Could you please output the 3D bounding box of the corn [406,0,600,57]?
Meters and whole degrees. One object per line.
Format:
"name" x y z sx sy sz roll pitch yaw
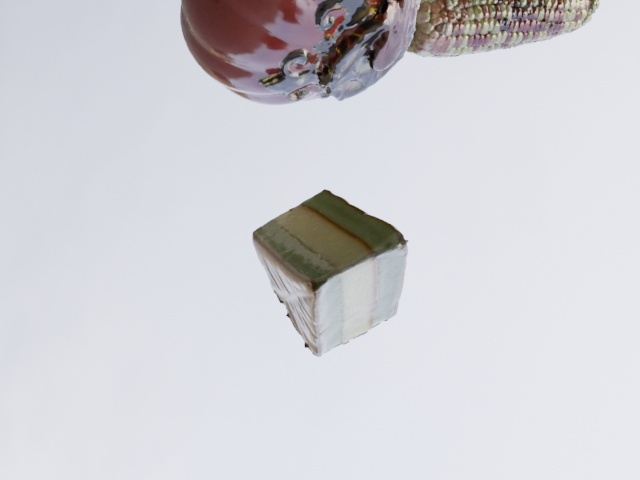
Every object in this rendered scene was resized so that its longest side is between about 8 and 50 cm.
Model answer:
"corn" 0.212 -0.266 1.818 0.086 0.253 0.086 169 -90 -69

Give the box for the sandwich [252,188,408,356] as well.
"sandwich" 0.000 0.000 1.094 0.079 0.113 0.163 -29 163 -9

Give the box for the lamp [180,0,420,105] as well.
"lamp" -0.011 -0.214 1.326 0.227 0.226 0.227 -48 -152 35
